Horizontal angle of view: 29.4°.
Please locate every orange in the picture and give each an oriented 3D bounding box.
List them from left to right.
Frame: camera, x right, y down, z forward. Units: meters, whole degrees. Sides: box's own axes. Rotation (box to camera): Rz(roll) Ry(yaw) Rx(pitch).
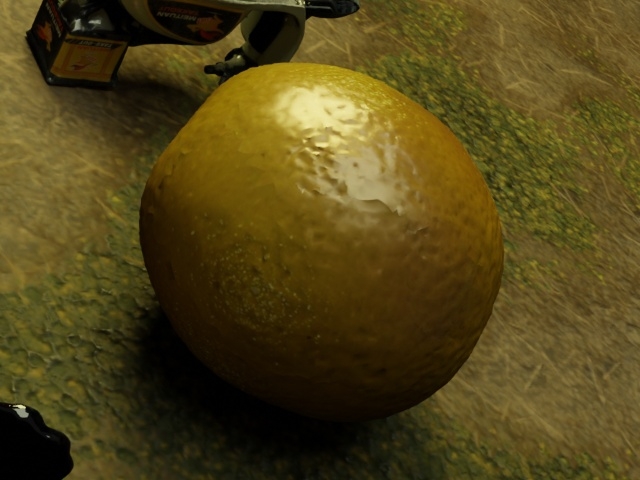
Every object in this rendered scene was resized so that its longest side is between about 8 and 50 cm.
[{"bbox_3d":[0.000,0.000,0.769,0.236,0.236,0.236,23,37,-18],"label":"orange"}]

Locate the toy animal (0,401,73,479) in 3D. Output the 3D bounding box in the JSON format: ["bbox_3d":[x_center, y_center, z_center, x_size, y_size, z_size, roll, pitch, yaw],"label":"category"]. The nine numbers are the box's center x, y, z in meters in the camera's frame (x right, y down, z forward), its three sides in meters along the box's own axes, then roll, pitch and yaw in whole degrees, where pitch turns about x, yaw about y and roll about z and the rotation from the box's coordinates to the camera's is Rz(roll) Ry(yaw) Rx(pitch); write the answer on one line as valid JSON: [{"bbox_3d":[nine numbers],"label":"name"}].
[{"bbox_3d":[-0.204,0.165,0.531,0.179,0.116,0.218,14,62,15],"label":"toy animal"}]

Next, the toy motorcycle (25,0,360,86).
[{"bbox_3d":[-0.084,-0.188,0.973,0.263,0.157,0.091,-1,51,-39],"label":"toy motorcycle"}]
